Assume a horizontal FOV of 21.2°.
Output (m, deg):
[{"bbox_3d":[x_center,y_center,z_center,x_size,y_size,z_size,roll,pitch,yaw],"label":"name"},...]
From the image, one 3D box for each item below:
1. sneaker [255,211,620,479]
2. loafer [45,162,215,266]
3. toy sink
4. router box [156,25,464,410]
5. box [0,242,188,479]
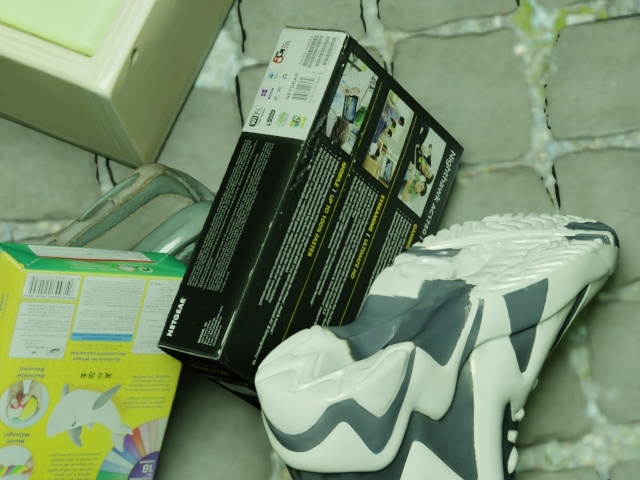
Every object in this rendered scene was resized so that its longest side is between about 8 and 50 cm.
[{"bbox_3d":[0.075,0.090,0.879,0.094,0.153,0.235,11,32,39],"label":"sneaker"},{"bbox_3d":[-0.158,0.059,0.914,0.267,0.096,0.084,-37,53,-13],"label":"loafer"},{"bbox_3d":[-0.177,-0.163,0.950,0.234,0.131,0.153,22,76,12],"label":"toy sink"},{"bbox_3d":[0.000,0.000,0.880,0.046,0.133,0.179,10,72,37],"label":"router box"},{"bbox_3d":[-0.130,0.092,0.858,0.043,0.105,0.179,32,112,51],"label":"box"}]
